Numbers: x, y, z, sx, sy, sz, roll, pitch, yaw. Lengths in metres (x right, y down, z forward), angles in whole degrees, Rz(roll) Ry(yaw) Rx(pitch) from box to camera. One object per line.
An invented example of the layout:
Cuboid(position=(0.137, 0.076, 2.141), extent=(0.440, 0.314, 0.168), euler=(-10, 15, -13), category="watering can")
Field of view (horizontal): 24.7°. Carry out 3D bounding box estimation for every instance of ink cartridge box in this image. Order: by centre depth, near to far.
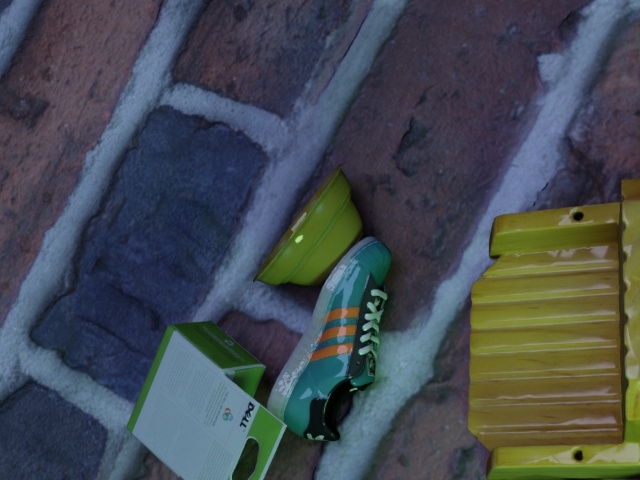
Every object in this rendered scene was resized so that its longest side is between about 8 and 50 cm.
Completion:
Cuboid(position=(-0.141, 0.263, 2.109), extent=(0.255, 0.097, 0.189), euler=(36, 113, 31), category="ink cartridge box")

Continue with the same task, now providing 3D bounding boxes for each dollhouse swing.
Cuboid(position=(0.295, 0.110, 1.857), extent=(0.315, 0.305, 0.347), euler=(-5, 71, 25), category="dollhouse swing")

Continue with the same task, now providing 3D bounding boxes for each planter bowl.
Cuboid(position=(0.000, 0.000, 2.140), extent=(0.090, 0.217, 0.217), euler=(37, 91, -3), category="planter bowl")

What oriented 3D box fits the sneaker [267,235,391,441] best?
Cuboid(position=(0.044, 0.147, 2.093), extent=(0.121, 0.108, 0.302), euler=(26, 89, 25), category="sneaker")
